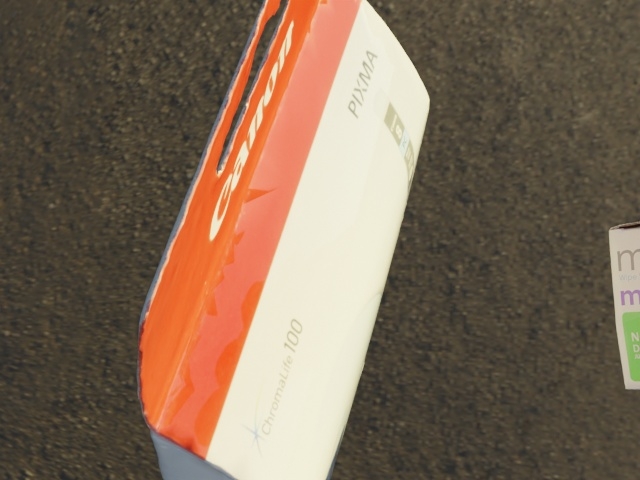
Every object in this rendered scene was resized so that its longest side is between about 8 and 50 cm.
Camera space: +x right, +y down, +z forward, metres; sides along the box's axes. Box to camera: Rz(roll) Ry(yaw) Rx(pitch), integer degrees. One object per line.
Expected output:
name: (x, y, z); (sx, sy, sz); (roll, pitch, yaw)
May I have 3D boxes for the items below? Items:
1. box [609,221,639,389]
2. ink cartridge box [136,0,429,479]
box: (0.378, 0.029, 0.773); (0.231, 0.262, 0.126); (-5, 89, -52)
ink cartridge box: (0.000, 0.000, 0.616); (0.091, 0.385, 0.308); (16, 63, 4)
